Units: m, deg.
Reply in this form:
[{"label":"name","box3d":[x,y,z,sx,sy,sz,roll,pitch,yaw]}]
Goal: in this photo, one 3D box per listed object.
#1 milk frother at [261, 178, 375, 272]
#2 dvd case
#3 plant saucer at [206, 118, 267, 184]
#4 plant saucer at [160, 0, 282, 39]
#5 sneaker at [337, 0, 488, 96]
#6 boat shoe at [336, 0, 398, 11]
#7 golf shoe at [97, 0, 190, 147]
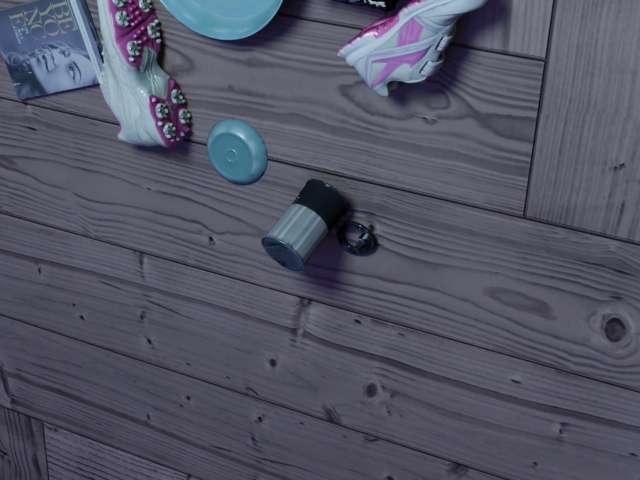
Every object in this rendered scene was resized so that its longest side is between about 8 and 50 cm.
[{"label":"milk frother","box3d":[0.000,0.000,1.735,0.143,0.135,0.129,30,156,15]},{"label":"dvd case","box3d":[-0.483,-0.345,1.895,0.221,0.018,0.165,-5,111,30]},{"label":"plant saucer","box3d":[-0.147,-0.147,1.812,0.119,0.021,0.119,13,120,23]},{"label":"plant saucer","box3d":[-0.163,-0.465,1.622,0.317,0.043,0.318,21,129,28]},{"label":"sneaker","box3d":[0.149,-0.292,1.540,0.252,0.103,0.111,-25,105,41]},{"label":"boat shoe","box3d":[0.031,-0.490,1.476,0.158,0.127,0.341,9,118,19]},{"label":"golf shoe","box3d":[-0.328,-0.294,1.783,0.140,0.115,0.306,-4,111,33]}]
